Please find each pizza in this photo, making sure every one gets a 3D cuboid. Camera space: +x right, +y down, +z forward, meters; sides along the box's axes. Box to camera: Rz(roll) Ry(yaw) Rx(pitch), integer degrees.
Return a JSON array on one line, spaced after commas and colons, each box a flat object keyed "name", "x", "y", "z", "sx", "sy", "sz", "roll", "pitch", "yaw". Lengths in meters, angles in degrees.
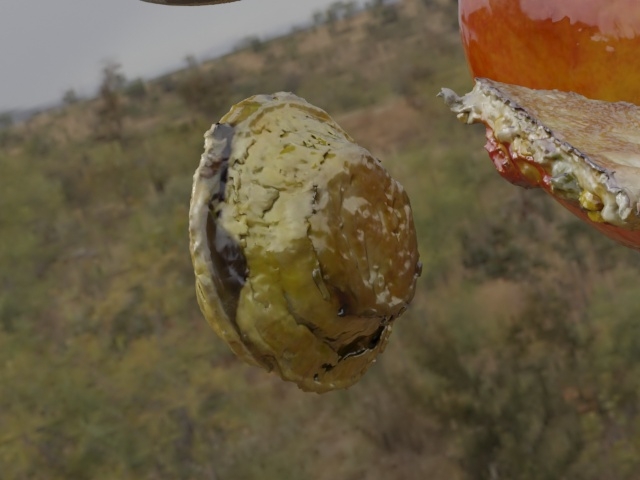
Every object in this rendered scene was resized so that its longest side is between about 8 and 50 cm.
[{"name": "pizza", "x": 0.100, "y": -0.021, "z": 0.469, "sx": 0.099, "sy": 0.029, "sz": 0.100, "roll": 0, "pitch": 25, "yaw": -27}]

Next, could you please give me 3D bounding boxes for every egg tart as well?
[{"name": "egg tart", "x": 0.000, "y": 0.000, "z": 1.160, "sx": 0.106, "sy": 0.241, "sz": 0.241, "roll": -9, "pitch": 11, "yaw": 37}]

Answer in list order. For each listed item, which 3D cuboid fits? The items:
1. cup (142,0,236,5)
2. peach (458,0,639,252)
[{"name": "cup", "x": -0.135, "y": -0.322, "z": 1.257, "sx": 0.301, "sy": 0.257, "sz": 0.227, "roll": -19, "pitch": 25, "yaw": -35}, {"name": "peach", "x": 0.241, "y": -0.124, "z": 1.017, "sx": 0.308, "sy": 0.289, "sz": 0.289, "roll": -4, "pitch": 2, "yaw": -19}]
